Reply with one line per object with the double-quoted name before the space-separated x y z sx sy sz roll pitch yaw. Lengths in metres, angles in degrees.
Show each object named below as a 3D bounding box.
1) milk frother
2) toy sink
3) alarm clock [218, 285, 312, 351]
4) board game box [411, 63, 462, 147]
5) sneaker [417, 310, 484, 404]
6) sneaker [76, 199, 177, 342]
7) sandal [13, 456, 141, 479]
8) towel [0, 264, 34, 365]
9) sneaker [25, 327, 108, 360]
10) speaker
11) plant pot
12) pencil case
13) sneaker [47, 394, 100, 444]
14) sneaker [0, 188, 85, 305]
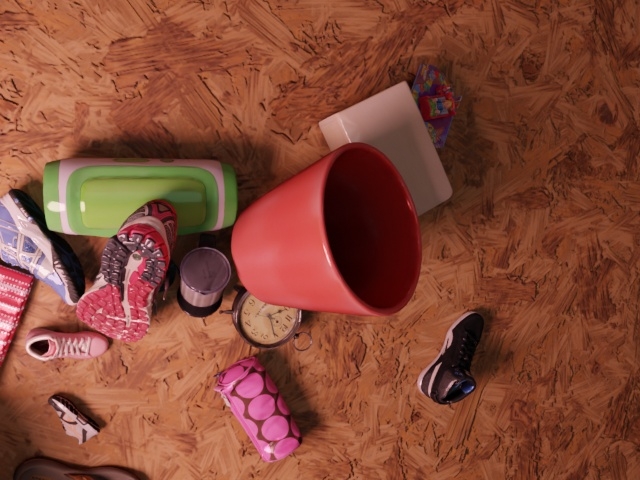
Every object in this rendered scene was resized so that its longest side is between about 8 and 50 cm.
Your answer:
"milk frother" -0.239 0.061 0.965 0.143 0.135 0.129 -11 68 -21
"toy sink" 0.122 -0.157 1.066 0.152 0.131 0.234 -29 100 -13
"alarm clock" -0.090 0.150 1.066 0.192 0.064 0.129 42 82 -17
"board game box" 0.235 -0.272 1.105 0.133 0.033 0.169 37 62 -33
"sneaker" 0.308 0.259 1.187 0.079 0.121 0.217 37 84 -20
"sneaker" -0.301 0.062 0.903 0.120 0.112 0.299 30 128 -14
"sandal" -0.430 0.442 0.987 0.219 0.060 0.090 25 89 -20
"towel" -0.613 0.153 0.904 0.198 0.031 0.275 22 88 -18
"sneaker" -0.433 0.182 0.948 0.134 0.070 0.051 12 91 -21
"speaker" -0.295 -0.075 0.934 0.296 0.131 0.131 -2 98 -19
"plant pot" 0.000 0.000 0.938 0.275 0.243 0.275 16 68 -45
"pencil case" -0.118 0.329 1.066 0.098 0.095 0.209 -45 110 -46
"sneaker" -0.441 0.317 0.978 0.043 0.040 0.109 -41 107 -8
"sneaker" -0.468 0.021 0.919 0.081 0.080 0.211 -33 98 -3
